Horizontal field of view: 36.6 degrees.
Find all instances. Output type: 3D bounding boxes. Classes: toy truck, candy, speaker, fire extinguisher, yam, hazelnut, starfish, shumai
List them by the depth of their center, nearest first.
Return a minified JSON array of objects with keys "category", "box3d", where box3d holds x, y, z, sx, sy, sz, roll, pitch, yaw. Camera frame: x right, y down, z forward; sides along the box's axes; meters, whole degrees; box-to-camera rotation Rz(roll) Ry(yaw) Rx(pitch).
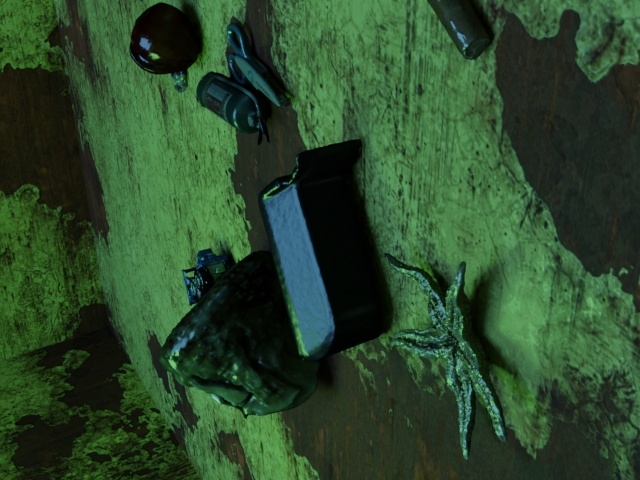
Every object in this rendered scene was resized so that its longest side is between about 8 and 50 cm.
[{"category":"yam","box3d":[0.170,-0.365,1.380,0.241,0.056,0.057,63,155,17]},{"category":"starfish","box3d":[0.215,0.184,1.619,0.347,0.078,0.358,15,119,62]},{"category":"speaker","box3d":[0.022,0.023,1.820,0.184,0.180,0.388,-10,96,61]},{"category":"fire extinguisher","box3d":[-0.182,-0.297,2.140,0.294,0.093,0.118,38,136,53]},{"category":"shumai","box3d":[-0.156,0.247,2.247,0.348,0.395,0.395,44,153,2]},{"category":"hazelnut","box3d":[-0.381,-0.488,2.382,0.178,0.178,0.204,66,161,14]},{"category":"candy","box3d":[-0.377,-0.470,2.516,0.043,0.045,0.175,-72,-28,-70]},{"category":"toy truck","box3d":[-0.310,0.100,2.668,0.126,0.113,0.208,66,154,16]}]

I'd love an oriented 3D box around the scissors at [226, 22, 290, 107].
[{"category":"scissors","box3d":[-0.137,-0.358,2.063,0.289,0.041,0.138,50,147,42]}]
